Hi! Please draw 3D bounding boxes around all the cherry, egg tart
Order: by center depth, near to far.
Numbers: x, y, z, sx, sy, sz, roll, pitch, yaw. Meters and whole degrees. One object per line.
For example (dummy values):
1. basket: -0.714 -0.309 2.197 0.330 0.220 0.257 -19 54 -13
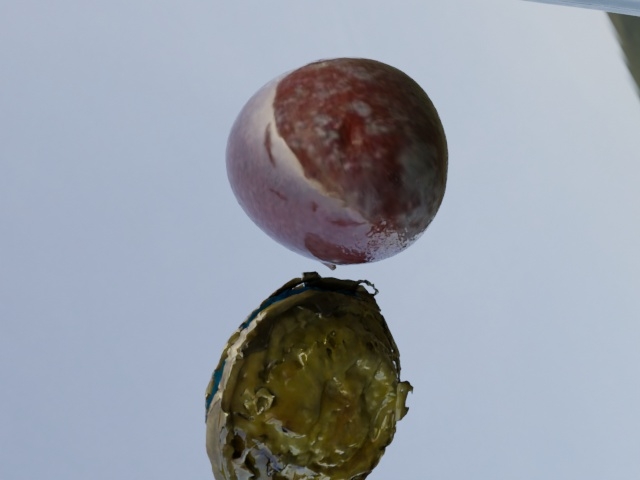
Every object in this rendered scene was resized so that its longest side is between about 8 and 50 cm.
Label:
1. egg tart: 0.004 0.174 1.478 0.107 0.291 0.291 24 174 45
2. cherry: 0.021 -0.088 1.488 0.285 0.236 0.213 55 177 43

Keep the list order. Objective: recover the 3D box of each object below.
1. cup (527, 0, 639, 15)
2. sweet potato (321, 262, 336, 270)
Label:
1. cup: 0.222 -0.299 0.806 0.392 0.310 0.401 7 -131 -30
2. sweet potato: 0.000 0.000 1.914 0.095 0.034 0.034 69 -156 -11
